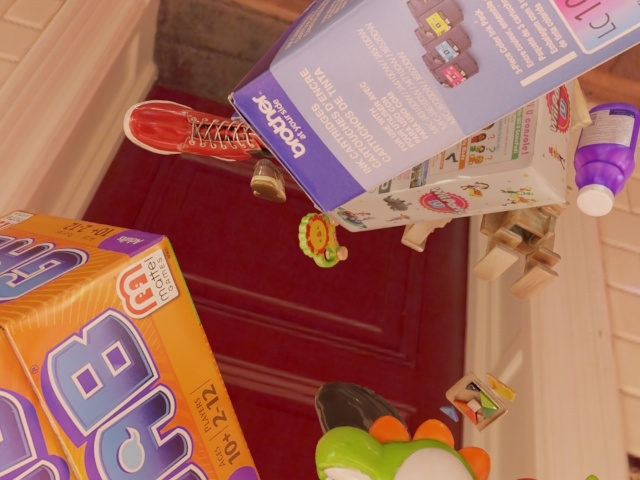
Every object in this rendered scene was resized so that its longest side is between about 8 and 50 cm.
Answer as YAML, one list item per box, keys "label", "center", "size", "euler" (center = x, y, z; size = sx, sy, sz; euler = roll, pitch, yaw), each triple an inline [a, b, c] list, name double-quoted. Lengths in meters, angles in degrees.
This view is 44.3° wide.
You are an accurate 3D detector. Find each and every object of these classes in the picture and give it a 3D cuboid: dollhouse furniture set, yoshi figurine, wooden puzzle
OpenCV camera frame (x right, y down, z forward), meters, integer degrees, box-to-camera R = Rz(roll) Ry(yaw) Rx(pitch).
- label: "dollhouse furniture set"
  center: [0.294, -0.024, 1.392]
  size: [0.242, 0.212, 0.161]
  euler: [26, 143, -6]
- label: "yoshi figurine"
  center: [0.134, 0.306, 0.687]
  size: [0.362, 0.203, 0.203]
  euler: [24, 117, 19]
- label: "wooden puzzle"
  center: [0.213, 0.222, 1.080]
  size: [0.078, 0.014, 0.116]
  euler: [43, 132, 17]

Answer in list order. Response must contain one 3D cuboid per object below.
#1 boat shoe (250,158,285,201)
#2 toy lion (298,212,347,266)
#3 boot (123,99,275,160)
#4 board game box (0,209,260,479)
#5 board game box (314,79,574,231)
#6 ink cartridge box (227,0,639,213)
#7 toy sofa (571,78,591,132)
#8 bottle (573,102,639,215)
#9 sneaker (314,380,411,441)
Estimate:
- label: "boat shoe"
  center: [-0.117, -0.139, 1.839]
  size: [0.080, 0.073, 0.223]
  euler: [10, 174, 4]
- label: "toy lion"
  center: [0.000, 0.000, 1.306]
  size: [0.034, 0.096, 0.100]
  euler: [-2, 110, 36]
- label: "boot"
  center: [-0.179, -0.179, 1.277]
  size: [0.244, 0.088, 0.176]
  euler: [6, -179, -39]
- label: "board game box"
  center: [-0.340, 0.210, 0.850]
  size: [0.356, 0.356, 0.356]
  euler: [8, 123, 47]
- label: "board game box"
  center: [0.154, -0.141, 0.992]
  size: [0.303, 0.224, 0.097]
  euler: [-8, 150, 40]
- label: "ink cartridge box"
  center: [0.095, -0.194, 0.720]
  size: [0.395, 0.270, 0.151]
  euler: [-29, 110, 33]
- label: "toy sofa"
  center: [0.355, -0.310, 1.456]
  size: [0.363, 0.150, 0.177]
  euler: [13, 146, -35]
- label: "bottle"
  center: [0.574, -0.165, 1.585]
  size: [0.118, 0.283, 0.092]
  euler: [0, 134, 30]
- label: "sneaker"
  center: [0.058, 0.298, 0.969]
  size: [0.130, 0.286, 0.109]
  euler: [-4, 138, -37]
